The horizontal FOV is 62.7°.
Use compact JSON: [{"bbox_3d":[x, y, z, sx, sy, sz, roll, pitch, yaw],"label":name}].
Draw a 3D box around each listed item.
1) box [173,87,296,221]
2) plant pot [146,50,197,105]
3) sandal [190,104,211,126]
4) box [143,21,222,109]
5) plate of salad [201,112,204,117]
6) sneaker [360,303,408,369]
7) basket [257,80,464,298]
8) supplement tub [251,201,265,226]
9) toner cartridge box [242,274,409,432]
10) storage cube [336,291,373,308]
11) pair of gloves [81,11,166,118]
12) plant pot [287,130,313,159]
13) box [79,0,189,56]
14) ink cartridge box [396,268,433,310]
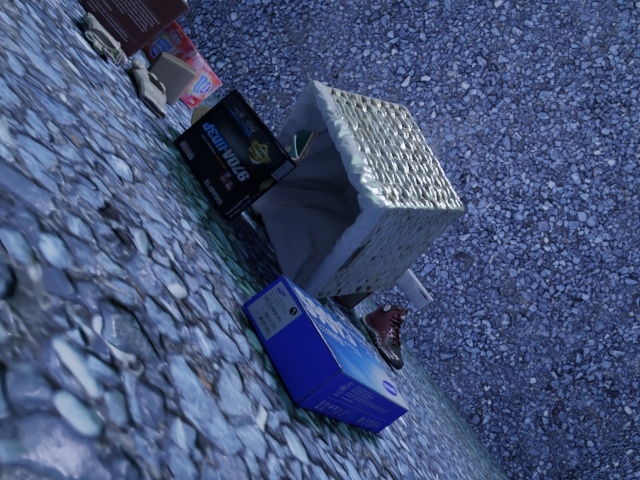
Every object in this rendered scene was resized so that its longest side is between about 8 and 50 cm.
[{"bbox_3d":[-0.175,-0.175,1.058,0.220,0.175,0.051,55,7,26],"label":"box"},{"bbox_3d":[-0.406,-0.442,1.405,0.096,0.109,0.109,35,12,-32],"label":"plant pot"},{"bbox_3d":[-0.276,-0.234,1.383,0.240,0.088,0.079,60,-27,10],"label":"sandal"},{"bbox_3d":[-0.469,-0.597,1.747,0.300,0.142,0.154,55,4,34],"label":"box"},{"bbox_3d":[-0.247,-0.195,1.219,0.200,0.048,0.199,158,-90,-79],"label":"plate of salad"},{"bbox_3d":[0.258,0.314,1.852,0.106,0.163,0.281,50,4,-36],"label":"sneaker"},{"bbox_3d":[0.065,-0.088,1.095,0.267,0.328,0.331,0,54,-33],"label":"basket"},{"bbox_3d":[-0.002,-0.041,1.428,0.331,0.241,0.241,52,4,-11],"label":"supplement tub"},{"bbox_3d":[0.024,0.190,0.812,0.165,0.075,0.348,56,5,33],"label":"toner cartridge box"},{"bbox_3d":[0.100,0.097,1.834,0.193,0.184,0.215,53,3,24],"label":"storage cube"},{"bbox_3d":[-0.419,-0.388,1.144,0.240,0.042,0.204,49,5,-34],"label":"pair of gloves"},{"bbox_3d":[-0.053,-0.250,1.841,0.293,0.235,0.292,18,62,-39],"label":"plant pot"},{"bbox_3d":[-0.473,-0.609,1.344,0.168,0.203,0.167,51,3,-33],"label":"box"},{"bbox_3d":[0.208,0.039,1.744,0.330,0.071,0.324,51,4,-27],"label":"ink cartridge box"}]
